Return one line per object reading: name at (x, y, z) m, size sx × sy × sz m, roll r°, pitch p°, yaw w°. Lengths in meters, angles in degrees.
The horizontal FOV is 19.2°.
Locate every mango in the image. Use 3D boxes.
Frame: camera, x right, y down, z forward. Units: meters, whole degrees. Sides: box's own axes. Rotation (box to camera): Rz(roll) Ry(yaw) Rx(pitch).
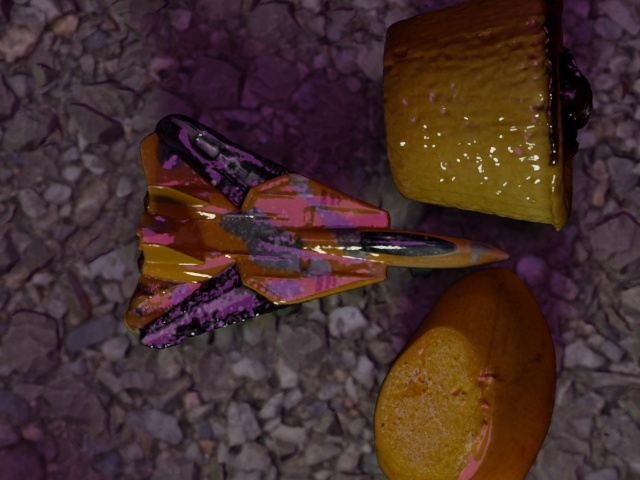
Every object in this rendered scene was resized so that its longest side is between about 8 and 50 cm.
mango at (0.126, 0.125, 1.582) m, size 0.141 × 0.102 × 0.217 m, roll 9°, pitch 73°, yaw 22°

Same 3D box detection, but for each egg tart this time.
egg tart at (0.144, -0.110, 1.599) m, size 0.170 × 0.215 × 0.215 m, roll -4°, pitch 75°, yaw 9°

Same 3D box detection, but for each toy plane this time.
toy plane at (-0.002, 0.003, 1.612) m, size 0.316 × 0.103 × 0.204 m, roll 6°, pitch 77°, yaw -8°
